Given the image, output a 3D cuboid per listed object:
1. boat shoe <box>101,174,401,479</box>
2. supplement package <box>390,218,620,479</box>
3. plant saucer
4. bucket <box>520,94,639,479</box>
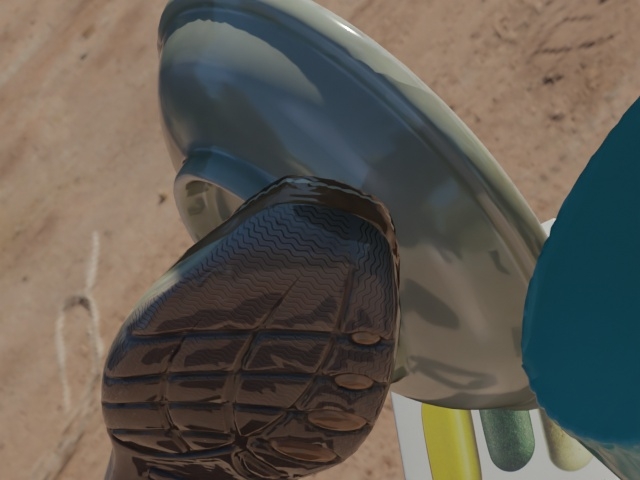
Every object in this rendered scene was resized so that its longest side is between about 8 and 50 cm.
[{"bbox_3d":[-0.042,0.059,0.598,0.324,0.123,0.116,122,166,-52],"label":"boat shoe"},{"bbox_3d":[0.199,0.159,1.096,0.199,0.198,0.263,-25,58,29],"label":"supplement package"},{"bbox_3d":[0.000,0.000,0.871,0.100,0.400,0.400,-43,36,-20],"label":"plant saucer"},{"bbox_3d":[0.221,0.020,0.433,0.281,0.183,0.281,-47,16,18],"label":"bucket"}]
